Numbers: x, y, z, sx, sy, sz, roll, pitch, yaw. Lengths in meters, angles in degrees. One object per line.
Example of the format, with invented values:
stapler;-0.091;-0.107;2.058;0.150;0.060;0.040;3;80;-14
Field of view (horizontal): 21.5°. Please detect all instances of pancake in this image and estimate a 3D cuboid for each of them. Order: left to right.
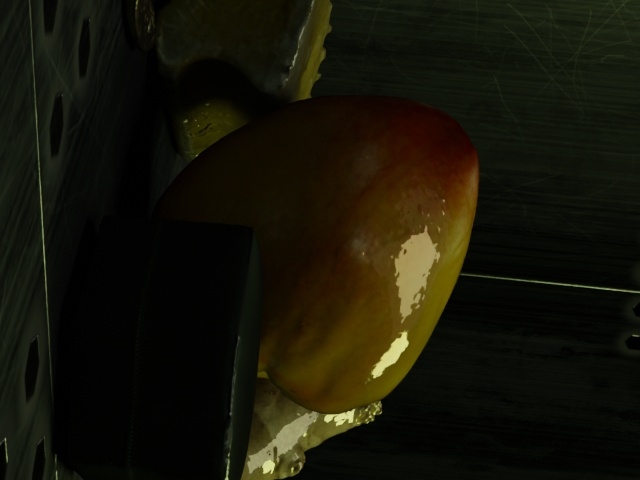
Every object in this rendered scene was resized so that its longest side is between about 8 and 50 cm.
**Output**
pancake;-0.145;-0.263;1.443;0.184;0.020;0.190;92;5;-60

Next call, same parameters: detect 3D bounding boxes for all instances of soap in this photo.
soap;-0.065;-0.250;1.751;0.339;0.169;0.304;91;15;-76

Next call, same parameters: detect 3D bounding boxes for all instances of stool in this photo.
stool;-0.122;0.094;1.349;0.232;0.141;0.232;6;90;-88

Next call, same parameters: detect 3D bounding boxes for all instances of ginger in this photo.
ginger;-0.090;0.151;1.690;0.375;0.236;0.166;-27;153;-52

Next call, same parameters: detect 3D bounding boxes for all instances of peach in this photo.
peach;-0.004;-0.002;1.580;0.289;0.289;0.308;85;26;-81
